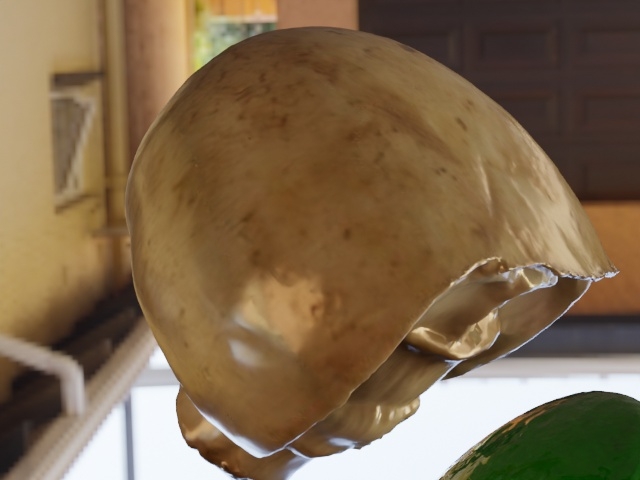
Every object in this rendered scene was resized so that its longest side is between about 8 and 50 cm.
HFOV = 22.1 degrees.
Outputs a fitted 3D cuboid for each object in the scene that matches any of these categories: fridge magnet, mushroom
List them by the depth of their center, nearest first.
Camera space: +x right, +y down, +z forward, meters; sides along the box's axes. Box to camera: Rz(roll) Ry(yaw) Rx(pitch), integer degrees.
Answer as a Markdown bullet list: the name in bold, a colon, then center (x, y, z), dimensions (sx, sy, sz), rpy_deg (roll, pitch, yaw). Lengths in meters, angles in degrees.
- **mushroom**: center (0.000, 0.000, 0.761), dimensions (0.195, 0.189, 0.254), rpy_deg (-40, 161, 28)
- **fridge magnet**: center (0.105, 0.165, 0.871), dimensions (0.208, 0.088, 0.208), rpy_deg (-39, -165, 13)
